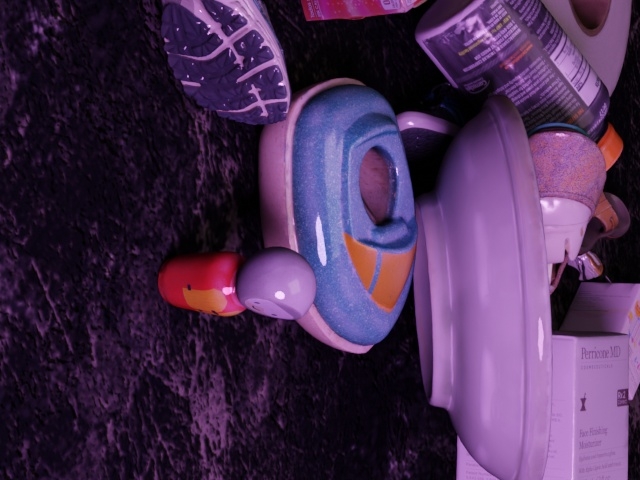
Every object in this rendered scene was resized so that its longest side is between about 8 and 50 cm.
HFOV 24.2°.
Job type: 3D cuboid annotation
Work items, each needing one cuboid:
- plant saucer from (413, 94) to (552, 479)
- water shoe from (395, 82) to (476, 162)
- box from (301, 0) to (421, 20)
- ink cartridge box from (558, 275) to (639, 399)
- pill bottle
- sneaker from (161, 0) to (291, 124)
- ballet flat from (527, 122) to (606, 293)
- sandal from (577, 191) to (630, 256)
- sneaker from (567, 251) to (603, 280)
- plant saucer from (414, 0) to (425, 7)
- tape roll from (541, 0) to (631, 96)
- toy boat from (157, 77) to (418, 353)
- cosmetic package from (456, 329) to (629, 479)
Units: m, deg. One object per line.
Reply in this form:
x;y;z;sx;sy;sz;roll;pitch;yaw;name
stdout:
0.150;0.058;1.492;0.400;0.100;0.400;176;-90;-90;plant saucer
0.123;-0.130;1.622;0.203;0.073;0.080;7;63;-57;water shoe
0.035;-0.352;1.433;0.128;0.122;0.257;-40;122;-46;box
0.374;0.122;1.939;0.143;0.090;0.092;-58;134;-35;ink cartridge box
0.222;-0.169;1.605;0.245;0.130;0.130;49;50;-18;pill bottle
-0.085;-0.228;1.287;0.122;0.110;0.283;-60;135;-39;sneaker
0.243;-0.011;1.596;0.316;0.107;0.106;85;8;-66;ballet flat
0.354;-0.034;1.908;0.219;0.060;0.090;-5;67;-55;sandal
0.328;0.015;1.925;0.083;0.037;0.032;59;34;-2;sneaker
0.104;-0.364;1.595;0.188;0.045;0.188;-40;122;-47;plant saucer
0.287;-0.344;1.783;0.392;0.072;0.392;3;86;-63;tape roll
0.000;0.000;1.371;0.318;0.148;0.267;-30;115;-50;toy boat
0.258;0.196;1.727;0.151;0.151;0.183;3;88;-55;cosmetic package
